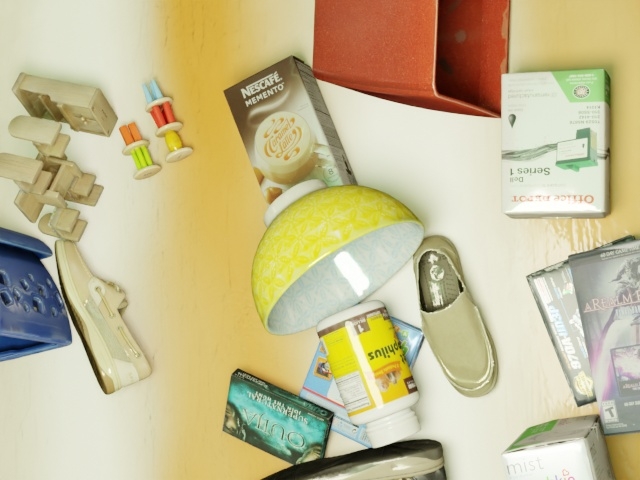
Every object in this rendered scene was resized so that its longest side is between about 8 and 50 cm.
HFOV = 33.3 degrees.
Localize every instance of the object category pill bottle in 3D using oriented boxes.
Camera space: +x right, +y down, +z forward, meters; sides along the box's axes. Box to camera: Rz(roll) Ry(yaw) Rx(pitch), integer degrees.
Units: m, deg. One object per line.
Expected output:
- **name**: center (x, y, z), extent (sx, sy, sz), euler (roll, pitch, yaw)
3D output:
- **pill bottle**: center (0.081, 0.209, 1.678), extent (0.117, 0.117, 0.215), euler (-23, 82, 17)

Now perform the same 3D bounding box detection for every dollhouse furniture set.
- **dollhouse furniture set**: center (-0.488, -0.156, 1.884), extent (0.161, 0.212, 0.242), euler (13, 66, 17)

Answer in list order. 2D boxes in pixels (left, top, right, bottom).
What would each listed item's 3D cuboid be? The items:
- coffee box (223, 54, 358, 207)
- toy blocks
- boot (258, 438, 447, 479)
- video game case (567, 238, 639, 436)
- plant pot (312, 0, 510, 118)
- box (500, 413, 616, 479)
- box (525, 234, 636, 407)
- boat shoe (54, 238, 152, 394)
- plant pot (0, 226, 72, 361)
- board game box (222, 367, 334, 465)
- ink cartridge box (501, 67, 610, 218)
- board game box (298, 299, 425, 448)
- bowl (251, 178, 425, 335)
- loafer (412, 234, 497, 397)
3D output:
- **coffee box**: center (-0.047, -0.162, 1.784), extent (0.141, 0.098, 0.247), euler (-25, 81, 16)
- **toy blocks**: center (-0.305, -0.199, 1.898), extent (0.123, 0.054, 0.148), euler (-26, 80, 16)
- **boot**: center (0.046, 0.488, 1.699), extent (0.377, 0.138, 0.284), euler (-16, 91, 10)
- **video game case**: center (0.474, 0.135, 1.545), extent (0.196, 0.026, 0.274), euler (-16, 81, 38)
- **plant pot**: center (0.133, -0.334, 1.658), extent (0.235, 0.267, 0.267), euler (2, 89, 31)
- **box**: center (0.365, 0.385, 1.542), extent (0.126, 0.262, 0.231), euler (-16, 84, 18)
- **box**: center (0.436, 0.123, 1.635), extent (0.175, 0.051, 0.220), euler (-24, 81, 17)
- **boat shoe**: center (-0.391, 0.124, 1.901), extent (0.098, 0.109, 0.302), euler (-20, 67, -19)
- **plant pot**: center (-0.607, 0.098, 1.905), extent (0.236, 0.236, 0.212), euler (-14, 77, 17)
- **board game box**: center (-0.074, 0.304, 1.791), extent (0.186, 0.026, 0.126), euler (22, 121, 19)
- **ink cartridge box**: center (0.362, -0.144, 1.647), extent (0.160, 0.092, 0.219), euler (-1, 88, 19)
- **board game box**: center (0.064, 0.217, 1.766), extent (0.160, 0.039, 0.212), euler (23, 97, 18)
- **bowl**: center (0.000, 0.000, 1.641), extent (0.289, 0.289, 0.156), euler (-38, 70, 14)
- **loafer**: center (0.201, 0.122, 1.694), extent (0.102, 0.092, 0.269), euler (-23, 81, 17)
